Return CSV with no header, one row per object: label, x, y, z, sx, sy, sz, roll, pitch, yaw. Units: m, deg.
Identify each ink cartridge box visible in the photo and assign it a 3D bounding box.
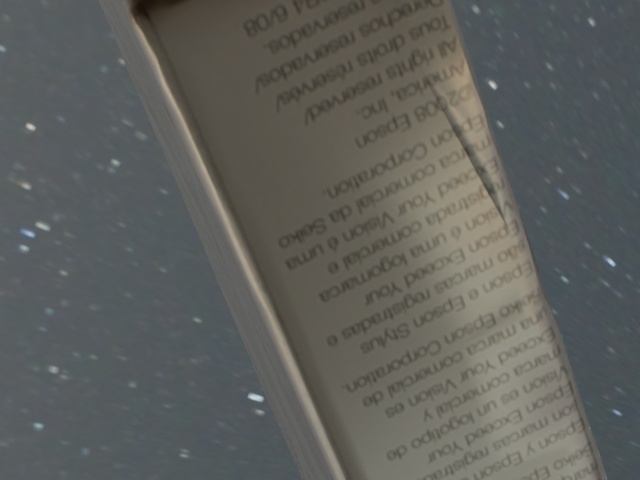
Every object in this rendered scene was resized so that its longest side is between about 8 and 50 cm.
ink cartridge box,0.000,0.000,0.544,0.071,0.330,0.324,-25,-147,-4
